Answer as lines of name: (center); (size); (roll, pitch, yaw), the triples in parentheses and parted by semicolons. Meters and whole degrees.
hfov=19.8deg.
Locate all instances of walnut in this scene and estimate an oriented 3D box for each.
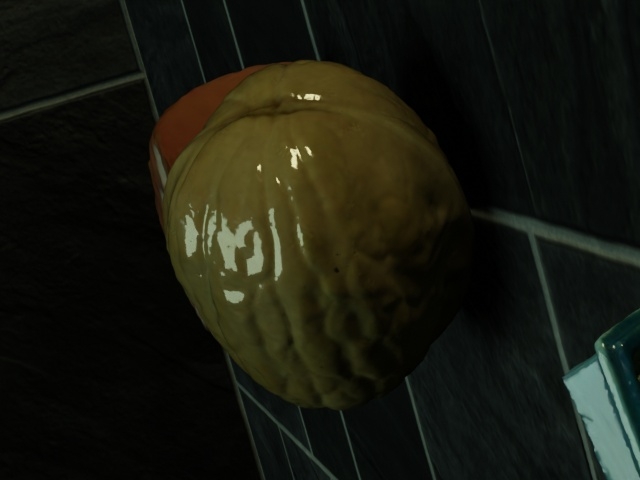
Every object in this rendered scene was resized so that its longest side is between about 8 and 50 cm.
walnut: (0.000, 0.000, 1.315); (0.225, 0.225, 0.261); (-121, 13, -50)

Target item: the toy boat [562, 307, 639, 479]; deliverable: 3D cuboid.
toy boat: (0.208, 0.136, 0.844); (0.109, 0.098, 0.238); (-24, -93, -59)

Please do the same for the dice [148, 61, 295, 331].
dice: (-0.044, -0.033, 1.559); (0.174, 0.179, 0.175); (-119, 13, -45)
